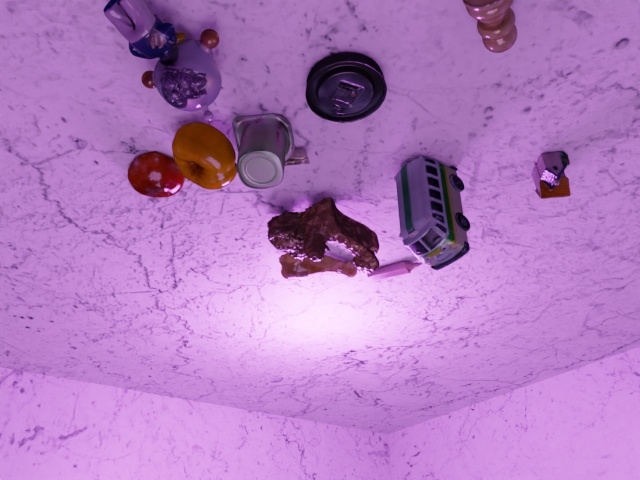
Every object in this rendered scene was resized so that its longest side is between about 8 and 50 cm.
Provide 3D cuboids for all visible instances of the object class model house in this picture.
[{"bbox_3d":[0.629,-0.170,1.593,0.087,0.100,0.101,-3,147,1],"label":"model house"}]

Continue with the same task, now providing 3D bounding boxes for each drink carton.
[{"bbox_3d":[-0.136,-0.205,1.422,0.144,0.142,0.146,-5,130,3],"label":"drink carton"}]

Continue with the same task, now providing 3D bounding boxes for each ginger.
[{"bbox_3d":[-0.003,0.094,1.986,0.294,0.086,0.131,11,123,-27],"label":"ginger"}]

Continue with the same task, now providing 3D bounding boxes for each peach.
[{"bbox_3d":[-0.282,-0.204,1.454,0.179,0.103,0.179,25,146,18],"label":"peach"}]

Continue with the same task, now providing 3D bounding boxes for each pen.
[{"bbox_3d":[0.258,0.102,2.058,0.197,0.032,0.053,-15,145,23],"label":"pen"}]

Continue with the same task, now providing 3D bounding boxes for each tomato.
[{"bbox_3d":[-0.432,-0.157,1.570,0.155,0.069,0.155,-2,148,-1],"label":"tomato"}]

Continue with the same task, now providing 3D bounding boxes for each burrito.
[{"bbox_3d":[-0.121,-0.210,1.536,0.185,0.041,0.045,-5,156,8],"label":"burrito"}]

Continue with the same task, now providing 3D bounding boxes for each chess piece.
[{"bbox_3d":[0.341,-0.441,1.175,0.094,0.094,0.170,-15,152,19],"label":"chess piece"}]

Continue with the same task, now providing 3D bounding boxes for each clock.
[{"bbox_3d":[0.057,-0.344,1.339,0.184,0.040,0.184,-2,147,-1],"label":"clock"}]

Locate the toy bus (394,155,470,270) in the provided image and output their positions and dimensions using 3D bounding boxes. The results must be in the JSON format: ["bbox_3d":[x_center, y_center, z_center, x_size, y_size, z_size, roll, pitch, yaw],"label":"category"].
[{"bbox_3d":[0.285,-0.079,1.556,0.164,0.276,0.133,22,139,-27],"label":"toy bus"}]

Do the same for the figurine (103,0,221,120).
[{"bbox_3d":[-0.298,-0.377,1.190,0.194,0.133,0.274,-8,136,8],"label":"figurine"}]

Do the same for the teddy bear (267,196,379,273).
[{"bbox_3d":[0.006,0.008,1.718,0.222,0.246,0.296,-41,104,20],"label":"teddy bear"}]
